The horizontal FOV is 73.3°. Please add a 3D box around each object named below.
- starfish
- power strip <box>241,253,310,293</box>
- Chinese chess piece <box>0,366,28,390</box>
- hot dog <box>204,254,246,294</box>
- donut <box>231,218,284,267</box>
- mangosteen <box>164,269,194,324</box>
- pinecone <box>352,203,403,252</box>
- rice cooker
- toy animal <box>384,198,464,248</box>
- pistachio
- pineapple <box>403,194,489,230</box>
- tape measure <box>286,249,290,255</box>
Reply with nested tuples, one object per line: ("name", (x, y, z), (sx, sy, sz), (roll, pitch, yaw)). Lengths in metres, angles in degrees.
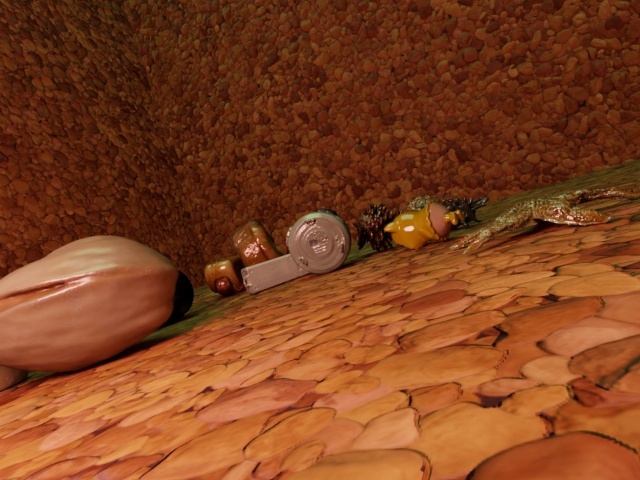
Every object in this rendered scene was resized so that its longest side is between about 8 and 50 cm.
("starfish", (0.458, -0.049, 0.917), (0.358, 0.078, 0.347), (-18, 4, -24))
("power strip", (-0.137, 0.106, 1.582), (0.339, 0.098, 0.058), (-17, -2, -32))
("Chinese chess piece", (-0.856, 0.332, 1.036), (0.258, 0.104, 0.257), (-16, 1, 0))
("hot dog", (-0.377, 0.149, 1.779), (0.151, 0.153, 0.257), (-13, 3, 6))
("donut", (-0.251, 0.046, 1.798), (0.150, 0.299, 0.317), (-31, -23, -2))
("mangosteen", (-0.514, 0.183, 1.398), (0.210, 0.209, 0.210), (-17, 1, 0))
("pinecone", (0.234, -0.047, 1.614), (0.213, 0.185, 0.169), (3, -3, 34))
("rice cooker", (0.000, 0.000, 1.505), (0.226, 0.225, 0.244), (-17, 2, 9))
("toy animal", (0.322, -0.051, 1.331), (0.230, 0.155, 0.156), (-12, 4, 38))
("pistachio", (-0.541, 0.145, 0.979), (0.446, 0.281, 0.365), (-18, -14, -4))
("pineapple", (0.473, -0.099, 1.614), (0.169, 0.169, 0.341), (-18, 9, -40))
("tape measure", (-0.027, 0.060, 1.984), (0.254, 0.113, 0.260), (-17, -3, -9))
